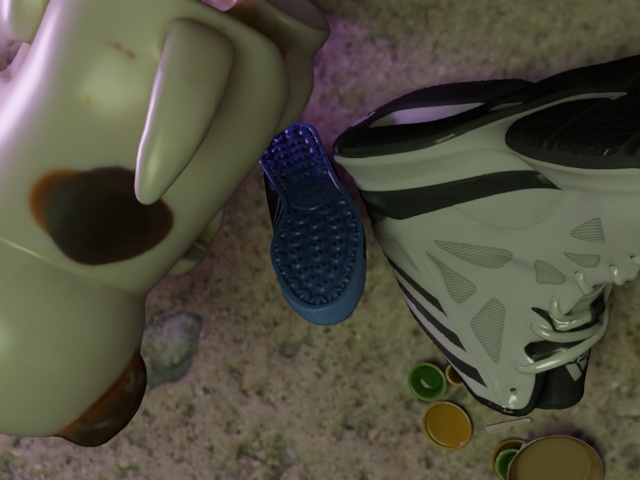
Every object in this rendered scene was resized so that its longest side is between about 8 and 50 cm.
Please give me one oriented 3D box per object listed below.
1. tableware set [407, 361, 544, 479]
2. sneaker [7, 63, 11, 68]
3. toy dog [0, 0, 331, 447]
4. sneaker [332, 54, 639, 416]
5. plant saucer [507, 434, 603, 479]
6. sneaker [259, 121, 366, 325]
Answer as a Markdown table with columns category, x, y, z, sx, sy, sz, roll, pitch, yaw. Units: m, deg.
| category | x | y | z | sx | sy | sz | roll | pitch | yaw |
| --- | --- | --- | --- | --- | --- | --- | --- | --- | --- |
| tableware set | 0.139 | 0.174 | 1.389 | 0.104 | 0.024 | 0.154 | -15 | 100 | 28 |
| sneaker | -0.342 | -0.127 | 1.477 | 0.330 | 0.122 | 0.146 | 35 | 103 | 7 |
| toy dog | -0.176 | -0.030 | 1.242 | 0.408 | 0.285 | 0.395 | -60 | 33 | 17 |
| sneaker | 0.219 | 0.006 | 1.196 | 0.447 | 0.169 | 0.257 | 2 | 120 | 51 |
| plant saucer | 0.203 | 0.201 | 1.359 | 0.083 | 0.015 | 0.083 | 0 | 117 | 0 |
| sneaker | 0.000 | 0.000 | 1.295 | 0.081 | 0.232 | 0.090 | -17 | 131 | 5 |
